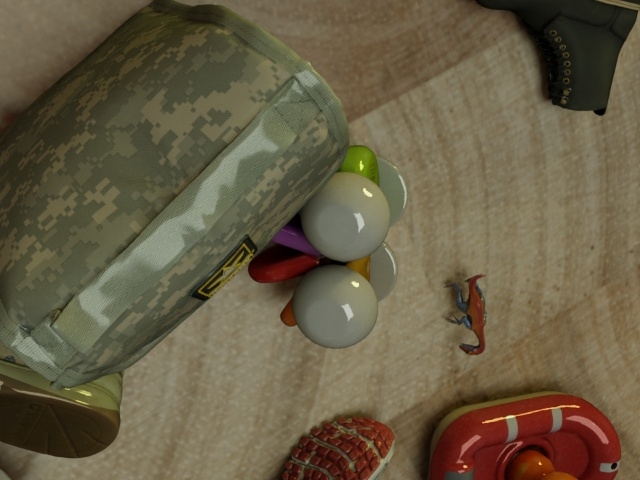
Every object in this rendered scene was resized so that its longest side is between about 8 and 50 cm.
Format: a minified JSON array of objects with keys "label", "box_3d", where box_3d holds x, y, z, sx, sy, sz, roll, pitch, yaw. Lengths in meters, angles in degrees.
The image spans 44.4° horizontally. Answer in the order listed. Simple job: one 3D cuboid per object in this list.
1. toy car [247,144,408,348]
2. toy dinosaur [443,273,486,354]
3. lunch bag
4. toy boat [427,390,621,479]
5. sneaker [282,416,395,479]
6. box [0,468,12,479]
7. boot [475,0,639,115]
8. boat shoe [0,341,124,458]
[{"label":"toy car","box_3d":[0.000,0.000,0.713,0.136,0.159,0.182,10,108,13]},{"label":"toy dinosaur","box_3d":[0.159,0.083,0.837,0.047,0.090,0.082,-17,83,0]},{"label":"lunch bag","box_3d":[-0.119,-0.039,0.553,0.235,0.287,0.169,-44,118,-4]},{"label":"toy boat","box_3d":[0.244,0.266,0.886,0.231,0.151,0.151,-6,111,-20]},{"label":"sneaker","box_3d":[-0.005,0.282,0.840,0.225,0.088,0.093,-46,139,-2]},{"label":"box","box_3d":[-0.352,0.240,0.616,0.181,0.119,0.182,-21,120,12]},{"label":"boot","box_3d":[0.225,-0.189,0.765,0.198,0.077,0.137,-1,114,-21]},{"label":"boat shoe","box_3d":[-0.300,0.095,0.650,0.285,0.089,0.104,31,121,-26]}]
